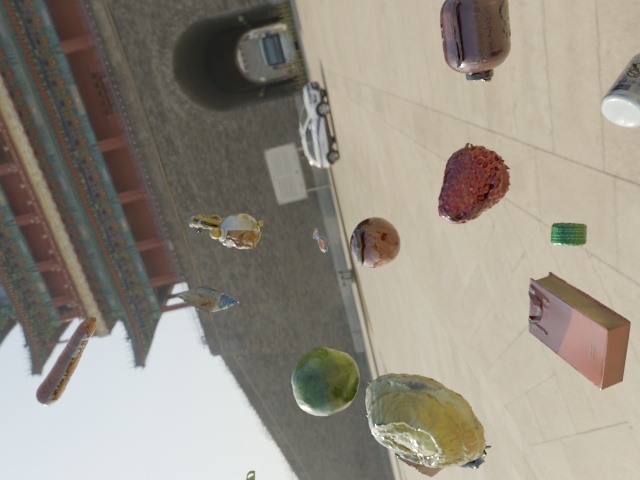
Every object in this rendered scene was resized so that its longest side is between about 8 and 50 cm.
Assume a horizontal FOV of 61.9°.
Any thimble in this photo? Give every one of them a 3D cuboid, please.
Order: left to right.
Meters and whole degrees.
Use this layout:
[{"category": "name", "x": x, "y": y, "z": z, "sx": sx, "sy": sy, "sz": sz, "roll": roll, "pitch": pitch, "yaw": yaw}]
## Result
[{"category": "thimble", "x": 0.956, "y": -0.023, "z": 2.051, "sx": 0.118, "sy": 0.130, "sz": 0.090, "roll": -16, "pitch": -74, "yaw": -76}]

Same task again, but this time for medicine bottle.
[{"category": "medicine bottle", "x": 0.731, "y": -0.357, "z": 1.210, "sx": 0.107, "sy": 0.191, "sz": 0.107, "roll": 37, "pitch": 170, "yaw": 8}]

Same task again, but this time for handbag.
[{"category": "handbag", "x": 0.442, "y": 0.151, "z": 0.934, "sx": 0.190, "sy": 0.063, "sz": 0.127, "roll": -128, "pitch": 25, "yaw": -60}]

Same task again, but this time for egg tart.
[{"category": "egg tart", "x": 0.181, "y": 0.350, "z": 0.989, "sx": 0.098, "sy": 0.253, "sz": 0.231, "roll": -43, "pitch": -35, "yaw": -42}]

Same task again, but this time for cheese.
[{"category": "cheese", "x": 0.001, "y": 0.000, "z": 1.735, "sx": 0.111, "sy": 0.017, "sz": 0.047, "roll": 53, "pitch": 128, "yaw": 49}]

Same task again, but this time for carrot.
[{"category": "carrot", "x": -0.378, "y": 0.177, "z": 0.797, "sx": 0.037, "sy": 0.190, "sz": 0.037, "roll": 30, "pitch": -159, "yaw": -13}]

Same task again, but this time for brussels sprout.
[{"category": "brussels sprout", "x": 0.007, "y": 0.342, "z": 1.295, "sx": 0.181, "sy": 0.144, "sz": 0.161, "roll": -14, "pitch": 56, "yaw": 55}]

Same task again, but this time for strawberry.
[{"category": "strawberry", "x": 0.442, "y": -0.155, "z": 1.589, "sx": 0.205, "sy": 0.244, "sz": 0.205, "roll": 35, "pitch": 164, "yaw": 11}]

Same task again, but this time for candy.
[{"category": "candy", "x": -0.245, "y": 0.129, "z": 1.161, "sx": 0.038, "sy": 0.088, "sz": 0.136, "roll": -68, "pitch": -18, "yaw": 12}]

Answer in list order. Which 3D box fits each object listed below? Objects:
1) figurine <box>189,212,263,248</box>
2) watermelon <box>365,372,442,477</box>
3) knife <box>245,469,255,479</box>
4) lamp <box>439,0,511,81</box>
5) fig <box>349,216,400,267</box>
[{"category": "figurine", "x": -0.174, "y": -0.023, "z": 0.999, "sx": 0.143, "sy": 0.102, "sz": 0.068, "roll": 15, "pitch": 94, "yaw": 48}, {"category": "watermelon", "x": 0.207, "y": 0.455, "z": 1.292, "sx": 0.226, "sy": 0.148, "sz": 0.318, "roll": 59, "pitch": 166, "yaw": 5}, {"category": "knife", "x": -0.168, "y": 0.604, "z": 1.242, "sx": 0.207, "sy": 0.030, "sz": 0.014, "roll": -98, "pitch": 16, "yaw": -75}, {"category": "lamp", "x": 0.391, "y": -0.529, "z": 1.358, "sx": 0.180, "sy": 0.180, "sz": 0.257, "roll": -104, "pitch": 1, "yaw": -68}, {"category": "fig", "x": 0.190, "y": 0.007, "z": 1.949, "sx": 0.205, "sy": 0.206, "sz": 0.205, "roll": -14, "pitch": -90, "yaw": -90}]
